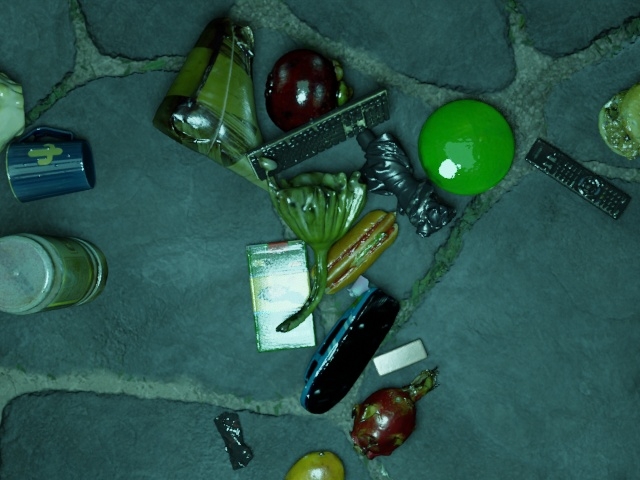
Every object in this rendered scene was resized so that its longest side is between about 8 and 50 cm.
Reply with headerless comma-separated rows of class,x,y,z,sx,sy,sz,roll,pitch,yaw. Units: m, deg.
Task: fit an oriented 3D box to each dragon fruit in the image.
dragon fruit,0.163,0.355,1.523,0.246,0.125,0.125,-36,73,-17

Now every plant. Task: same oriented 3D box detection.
plant,-0.022,-0.003,1.516,0.251,0.180,0.333,-8,114,-38

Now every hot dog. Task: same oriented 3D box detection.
hot dog,0.080,0.019,1.556,0.092,0.062,0.235,44,88,6

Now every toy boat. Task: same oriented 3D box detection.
toy boat,0.041,0.224,1.534,0.092,0.134,0.298,34,89,36

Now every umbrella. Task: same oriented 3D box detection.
umbrella,0.168,-0.125,1.532,0.110,0.122,0.272,-34,77,-25

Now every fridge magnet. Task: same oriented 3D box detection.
fridge magnet,0.312,-0.199,1.547,0.208,0.088,0.207,0,88,1

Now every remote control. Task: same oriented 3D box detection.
remote control,0.560,-0.133,1.570,0.245,0.025,0.063,35,88,3

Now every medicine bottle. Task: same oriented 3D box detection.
medicine bottle,-0.546,0.065,1.437,0.151,0.322,0.151,0,88,0

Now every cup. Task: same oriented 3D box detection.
cup,-0.577,-0.172,1.558,0.155,0.131,0.176,-6,62,-3

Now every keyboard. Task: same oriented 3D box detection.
keyboard,0.000,-0.219,1.494,0.317,0.106,0.027,-26,60,-2

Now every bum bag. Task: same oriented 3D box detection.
bum bag,-0.187,0.431,1.556,0.058,0.034,0.124,-22,87,9

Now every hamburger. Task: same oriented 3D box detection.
hamburger,0.687,-0.249,1.526,0.185,0.131,0.159,25,80,-4

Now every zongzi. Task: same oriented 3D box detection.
zongzi,-0.161,-0.289,1.557,0.318,0.154,0.289,31,82,-21

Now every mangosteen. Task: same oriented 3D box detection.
mangosteen,-0.020,-0.311,1.528,0.200,0.200,0.199,0,87,1

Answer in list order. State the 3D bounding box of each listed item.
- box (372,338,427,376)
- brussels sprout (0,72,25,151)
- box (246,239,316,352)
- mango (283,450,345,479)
box,0.172,0.254,1.561,0.115,0.025,0.048,-23,83,0
brussels sprout,-0.785,-0.248,1.510,0.317,0.242,0.273,13,63,-3
box,-0.084,0.120,1.568,0.132,0.034,0.235,-7,88,1
mango,-0.023,0.516,1.525,0.165,0.089,0.115,-34,97,3
